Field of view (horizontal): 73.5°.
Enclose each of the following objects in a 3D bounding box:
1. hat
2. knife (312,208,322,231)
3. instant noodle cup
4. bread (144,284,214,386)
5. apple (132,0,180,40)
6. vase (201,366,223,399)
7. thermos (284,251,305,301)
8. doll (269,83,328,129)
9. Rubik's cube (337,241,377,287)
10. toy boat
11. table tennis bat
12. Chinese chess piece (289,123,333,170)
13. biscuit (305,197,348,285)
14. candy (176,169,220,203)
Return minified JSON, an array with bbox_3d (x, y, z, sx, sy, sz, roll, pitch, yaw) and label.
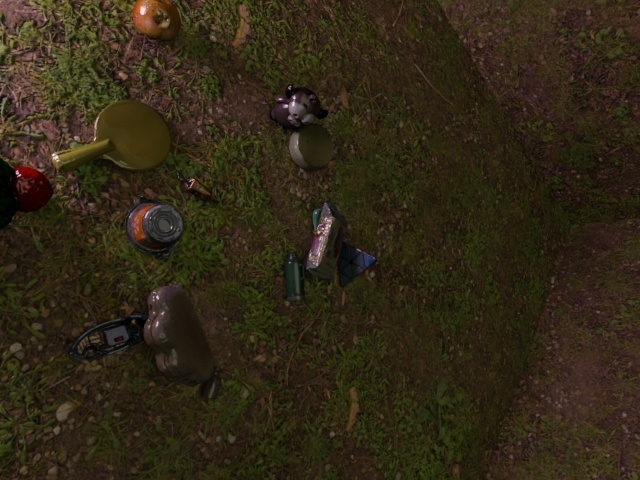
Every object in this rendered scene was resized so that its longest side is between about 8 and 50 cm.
[{"bbox_3d":[-0.830,-0.109,1.046,0.332,0.242,0.274,-13,107,-49],"label":"hat"},{"bbox_3d":[0.001,-0.001,1.757,0.063,0.035,0.260,-9,98,-49],"label":"knife"},{"bbox_3d":[-0.499,-0.045,1.333,0.177,0.126,0.208,-46,112,-30],"label":"instant noodle cup"},{"bbox_3d":[-0.446,0.308,1.316,0.183,0.102,0.337,-45,116,-68],"label":"bread"},{"bbox_3d":[-0.519,-0.712,1.363,0.147,0.147,0.146,3,84,-36],"label":"apple"},{"bbox_3d":[-0.361,0.476,1.437,0.053,0.053,0.100,25,67,-32],"label":"vase"},{"bbox_3d":[-0.099,0.136,1.636,0.073,0.083,0.187,-4,87,-15],"label":"thermos"},{"bbox_3d":[-0.092,-0.485,1.583,0.182,0.257,0.117,27,78,-32],"label":"doll"},{"bbox_3d":[0.153,0.063,1.769,0.190,0.178,0.211,52,59,-17],"label":"Rubik's cube"},{"bbox_3d":[-0.609,0.285,1.245,0.223,0.097,0.100,-19,95,-36],"label":"toy boat"},{"bbox_3d":[-0.628,-0.295,1.311,0.369,0.054,0.224,-38,109,-36],"label":"table tennis bat"},{"bbox_3d":[-0.036,-0.376,1.727,0.189,0.083,0.188,1,89,-35],"label":"Chinese chess piece"},{"bbox_3d":[0.026,0.007,1.703,0.186,0.079,0.308,40,63,-54],"label":"biscuit"},{"bbox_3d":[-0.416,-0.173,1.452,0.182,0.053,0.046,38,73,-26],"label":"candy"}]
